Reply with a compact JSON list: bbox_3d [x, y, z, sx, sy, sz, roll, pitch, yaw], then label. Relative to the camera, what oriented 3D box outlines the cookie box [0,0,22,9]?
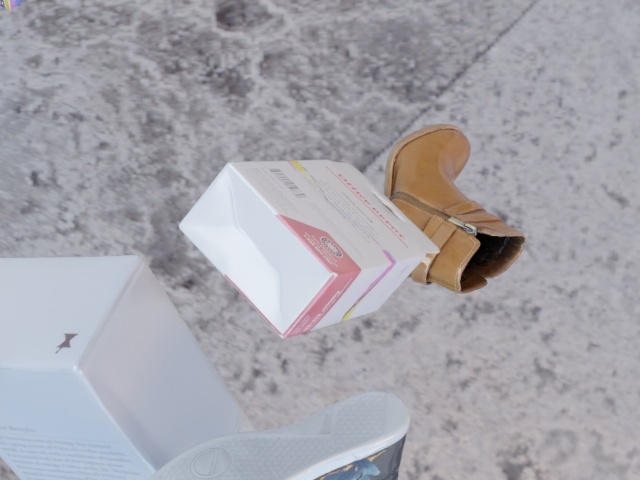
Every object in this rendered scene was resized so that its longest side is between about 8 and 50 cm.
[{"bbox_3d":[-0.368,-0.309,1.305,0.040,0.107,0.092,-53,161,-35],"label":"cookie box"}]

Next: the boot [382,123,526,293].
[{"bbox_3d":[0.159,-0.041,1.493,0.283,0.220,0.109,-34,127,-38],"label":"boot"}]

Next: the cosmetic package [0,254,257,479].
[{"bbox_3d":[-0.224,0.227,1.404,0.453,0.230,0.161,63,39,-38],"label":"cosmetic package"}]

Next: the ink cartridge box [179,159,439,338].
[{"bbox_3d":[0.000,0.000,0.911,0.067,0.115,0.198,-51,161,21],"label":"ink cartridge box"}]

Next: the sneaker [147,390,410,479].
[{"bbox_3d":[-0.039,0.270,1.272,0.296,0.104,0.147,-17,127,-14],"label":"sneaker"}]
